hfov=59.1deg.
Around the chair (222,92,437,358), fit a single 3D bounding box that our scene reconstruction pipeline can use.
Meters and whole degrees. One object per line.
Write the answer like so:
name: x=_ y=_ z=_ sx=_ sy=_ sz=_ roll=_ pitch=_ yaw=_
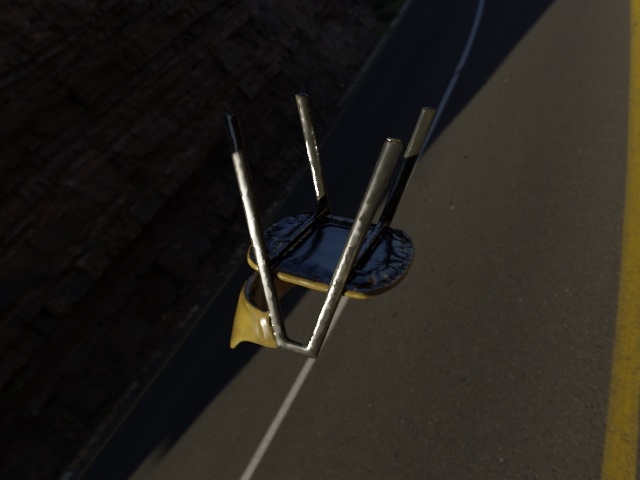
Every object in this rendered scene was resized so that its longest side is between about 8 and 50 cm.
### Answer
chair: x=0.000 y=0.000 z=0.525 sx=0.172 sy=0.247 sz=0.159 roll=10 pitch=24 yaw=18
